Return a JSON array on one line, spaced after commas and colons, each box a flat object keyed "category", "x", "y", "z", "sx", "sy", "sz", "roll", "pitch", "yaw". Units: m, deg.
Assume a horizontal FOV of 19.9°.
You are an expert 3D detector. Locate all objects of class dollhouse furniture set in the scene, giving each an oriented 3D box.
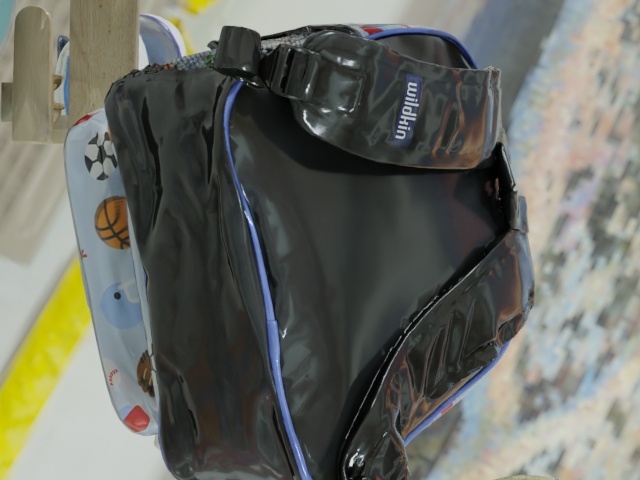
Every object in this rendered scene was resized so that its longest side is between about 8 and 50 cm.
[{"category": "dollhouse furniture set", "x": -0.186, "y": -0.140, "z": 1.488, "sx": 0.151, "sy": 0.144, "sz": 0.123, "roll": -5, "pitch": 97, "yaw": -72}]

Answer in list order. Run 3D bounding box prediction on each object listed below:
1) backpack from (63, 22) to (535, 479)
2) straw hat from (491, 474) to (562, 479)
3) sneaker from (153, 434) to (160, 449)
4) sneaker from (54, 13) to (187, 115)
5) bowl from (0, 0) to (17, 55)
[{"category": "backpack", "x": 0.000, "y": 0.000, "z": 1.025, "sx": 0.263, "sy": 0.213, "sz": 0.276, "roll": -20, "pitch": 108, "yaw": -47}, {"category": "straw hat", "x": 0.169, "y": 0.256, "z": 1.445, "sx": 0.061, "sy": 0.145, "sz": 0.144, "roll": -82, "pitch": 174, "yaw": -50}, {"category": "sneaker", "x": -0.035, "y": 0.108, "z": 1.554, "sx": 0.232, "sy": 0.090, "sz": 0.115, "roll": -9, "pitch": 84, "yaw": -19}, {"category": "sneaker", "x": -0.219, "y": -0.090, "z": 2.036, "sx": 0.236, "sy": 0.130, "sz": 0.322, "roll": -38, "pitch": 124, "yaw": -67}, {"category": "bowl", "x": -0.335, "y": -0.215, "z": 1.376, "sx": 0.311, "sy": 0.163, "sz": 0.311, "roll": 1, "pitch": 90, "yaw": -77}]
